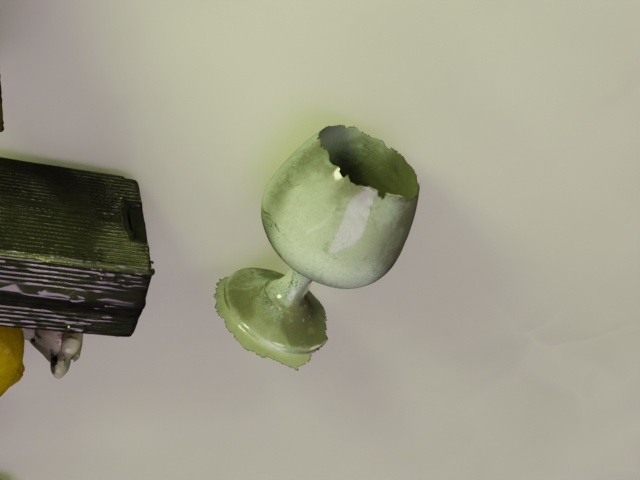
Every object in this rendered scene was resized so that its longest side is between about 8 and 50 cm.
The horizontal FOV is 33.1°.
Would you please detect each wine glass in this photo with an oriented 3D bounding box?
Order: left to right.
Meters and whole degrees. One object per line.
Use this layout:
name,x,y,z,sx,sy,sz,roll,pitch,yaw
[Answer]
wine glass,0.000,0.000,1.620,0.238,0.238,0.323,13,124,-26

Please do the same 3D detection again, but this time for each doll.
doll,-0.395,0.113,1.645,0.095,0.149,0.192,-32,154,-50

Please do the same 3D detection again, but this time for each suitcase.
suitcase,-0.411,0.007,1.489,0.335,0.230,0.152,8,129,-24

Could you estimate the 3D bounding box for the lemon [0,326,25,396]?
lemon,-0.545,0.148,1.561,0.204,0.204,0.260,-42,126,13

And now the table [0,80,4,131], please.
table,-0.521,-0.254,1.241,0.282,0.250,0.196,-4,120,-18
